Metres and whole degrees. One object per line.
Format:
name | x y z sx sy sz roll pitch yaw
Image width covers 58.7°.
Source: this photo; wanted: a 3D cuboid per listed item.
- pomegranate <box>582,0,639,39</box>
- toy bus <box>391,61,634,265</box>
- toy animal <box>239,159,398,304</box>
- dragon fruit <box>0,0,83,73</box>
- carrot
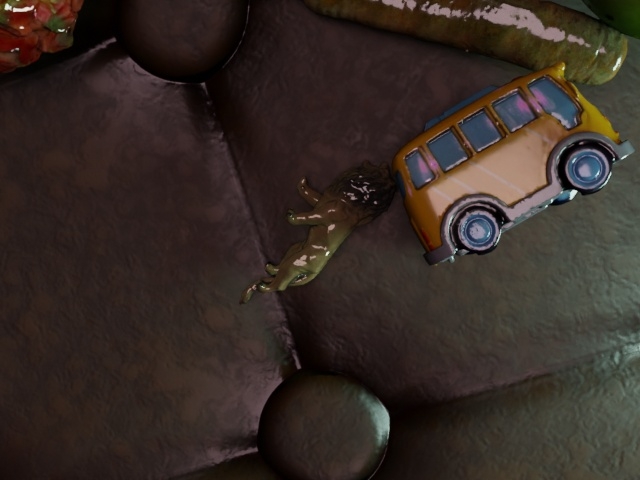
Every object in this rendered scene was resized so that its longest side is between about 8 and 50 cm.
pomegranate | 0.324 -0.280 0.427 0.235 0.302 0.236 -3 99 -20
toy bus | 0.170 -0.073 0.549 0.209 0.126 0.136 -30 84 8
toy animal | -0.015 -0.010 0.603 0.219 0.069 0.086 -43 100 10
dragon fruit | -0.354 -0.271 0.537 0.252 0.241 0.241 -13 94 22
carrot | 0.130 -0.225 0.568 0.341 0.070 0.070 16 97 6
